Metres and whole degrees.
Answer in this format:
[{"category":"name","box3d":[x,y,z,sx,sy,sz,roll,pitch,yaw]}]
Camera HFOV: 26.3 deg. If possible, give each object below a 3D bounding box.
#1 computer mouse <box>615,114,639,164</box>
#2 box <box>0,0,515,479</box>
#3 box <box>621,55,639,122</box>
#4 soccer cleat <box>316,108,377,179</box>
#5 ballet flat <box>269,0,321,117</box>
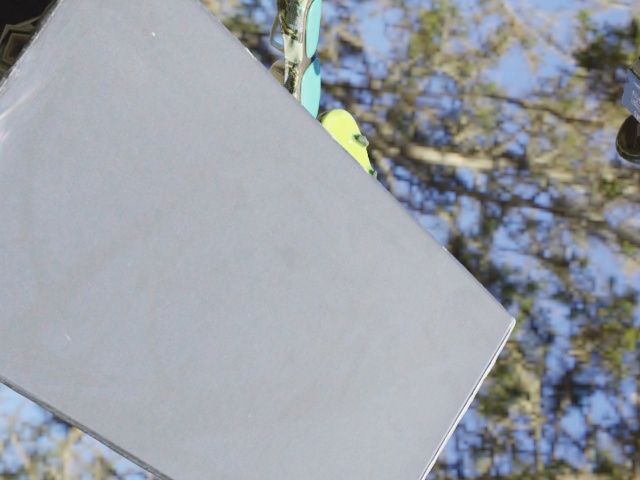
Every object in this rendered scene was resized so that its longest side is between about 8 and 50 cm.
[{"category":"computer mouse","box3d":[0.428,-0.124,1.456,0.242,0.041,0.071,-10,-126,37]},{"category":"box","box3d":[-0.126,-0.006,0.730,0.312,0.343,0.179,22,-104,46]},{"category":"box","box3d":[0.142,-0.075,0.475,0.083,0.067,0.018,-42,-101,4]},{"category":"soccer cleat","box3d":[0.000,0.000,0.926,0.072,0.060,0.179,9,-73,42]},{"category":"ballet flat","box3d":[-0.033,-0.231,1.722,0.070,0.070,0.188,-126,-148,-49]}]
